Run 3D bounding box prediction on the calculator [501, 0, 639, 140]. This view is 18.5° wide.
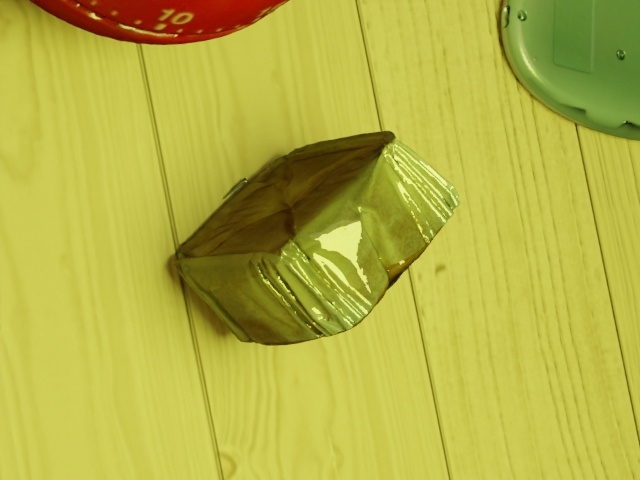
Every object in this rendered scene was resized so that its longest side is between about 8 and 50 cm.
[{"bbox_3d":[0.308,-0.200,2.034,0.298,0.041,0.186,12,75,-31],"label":"calculator"}]

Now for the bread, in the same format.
[{"bbox_3d":[-0.001,0.001,1.682,0.192,0.209,0.110,-48,114,-31],"label":"bread"}]

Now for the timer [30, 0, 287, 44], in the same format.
[{"bbox_3d":[-0.137,-0.348,1.606,0.378,0.279,0.378,9,73,-33],"label":"timer"}]
